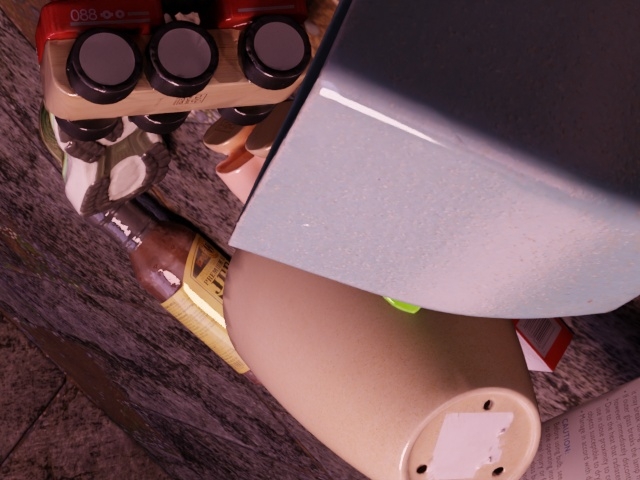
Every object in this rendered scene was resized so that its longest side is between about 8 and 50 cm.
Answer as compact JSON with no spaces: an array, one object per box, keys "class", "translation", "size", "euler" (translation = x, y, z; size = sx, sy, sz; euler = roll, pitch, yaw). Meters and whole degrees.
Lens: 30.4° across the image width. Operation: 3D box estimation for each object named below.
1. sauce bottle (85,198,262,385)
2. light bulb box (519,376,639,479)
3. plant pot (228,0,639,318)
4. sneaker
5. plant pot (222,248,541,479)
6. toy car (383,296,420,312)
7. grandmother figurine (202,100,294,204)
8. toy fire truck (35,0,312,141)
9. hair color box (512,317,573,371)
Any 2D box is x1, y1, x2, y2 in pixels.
[{"class":"sauce bottle","translation":[-0.177,0.056,1.627],"size":[0.344,0.111,0.111],"euler":[42,157,-15]},{"class":"light bulb box","translation":[0.346,0.300,0.985],"size":[0.361,0.225,0.358],"euler":[-30,117,23]},{"class":"plant pot","translation":[0.123,-0.086,0.726],"size":[0.252,0.248,0.247],"euler":[25,156,-5]},{"class":"sneaker","translation":[-0.268,-0.177,1.302],"size":[0.182,0.158,0.410],"euler":[51,155,13]},{"class":"plant pot","translation":[0.072,0.105,1.046],"size":[0.256,0.256,0.274],"euler":[54,180,-35]},{"class":"toy car","translation":[0.126,-0.039,0.933],"size":[0.239,0.225,0.053],"euler":[41,-166,-10]},{"class":"grandmother figurine","translation":[0.000,0.000,1.288],"size":[0.208,0.104,0.342],"euler":[22,152,52]},{"class":"toy fire truck","translation":[-0.141,-0.219,1.009],"size":[0.158,0.217,0.246],"euler":[142,118,-67]},{"class":"hair color box","translation":[0.175,0.087,1.257],"size":[0.093,0.053,0.167],"euler":[47,154,-25]}]
